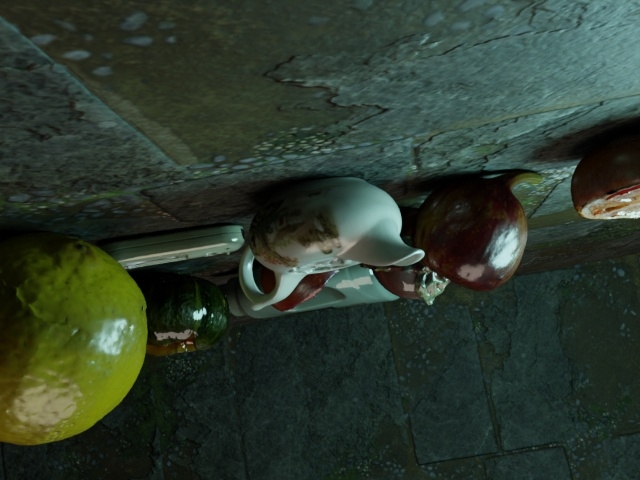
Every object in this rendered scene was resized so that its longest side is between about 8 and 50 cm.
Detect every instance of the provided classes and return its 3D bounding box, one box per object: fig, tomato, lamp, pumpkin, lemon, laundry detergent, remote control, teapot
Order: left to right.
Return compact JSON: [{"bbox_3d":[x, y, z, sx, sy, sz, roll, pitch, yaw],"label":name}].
[{"bbox_3d":[-0.363,0.126,1.023,0.293,0.293,0.293,-9,171,-2],"label":"lemon"},{"bbox_3d":[-0.294,0.138,1.528,0.238,0.159,0.238,-4,158,-2],"label":"pumpkin"},{"bbox_3d":[-0.224,0.012,1.189,0.221,0.042,0.078,-8,170,-10],"label":"remote control"},{"bbox_3d":[-0.047,0.091,1.629,0.398,0.124,0.264,-11,172,18],"label":"laundry detergent"},{"bbox_3d":[-0.036,0.027,1.341,0.173,0.099,0.189,-34,-162,32],"label":"tomato"},{"bbox_3d":[0.000,0.000,1.062,0.298,0.139,0.204,-19,170,41],"label":"teapot"},{"bbox_3d":[0.162,0.008,1.324,0.215,0.151,0.223,-5,-150,-18],"label":"lamp"},{"bbox_3d":[0.233,-0.033,1.145,0.175,0.207,0.175,30,-174,-3],"label":"fig"},{"bbox_3d":[0.459,-0.100,1.069,0.237,0.095,0.237,-6,168,-1],"label":"tomato"}]
